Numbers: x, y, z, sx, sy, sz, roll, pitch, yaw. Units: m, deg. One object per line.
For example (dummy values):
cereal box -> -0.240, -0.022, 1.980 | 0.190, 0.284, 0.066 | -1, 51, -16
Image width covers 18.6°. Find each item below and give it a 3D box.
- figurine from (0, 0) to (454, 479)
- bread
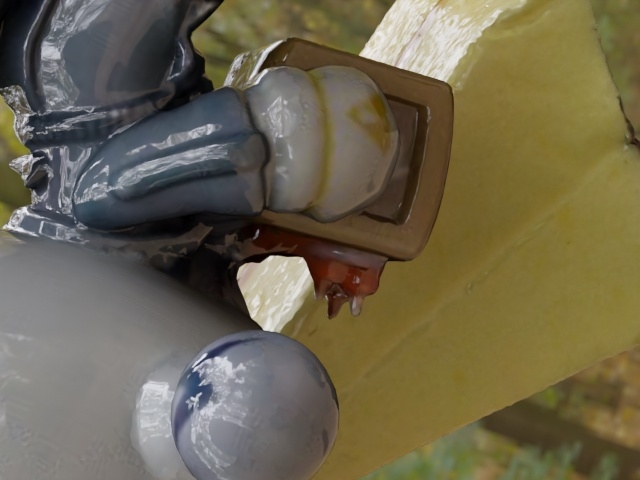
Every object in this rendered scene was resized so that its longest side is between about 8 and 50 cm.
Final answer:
figurine -> -0.072, 0.014, 0.658 | 0.261, 0.186, 0.382 | 173, 118, -77
bread -> -0.003, 0.003, 0.804 | 0.163, 0.264, 0.167 | 69, 164, -10
